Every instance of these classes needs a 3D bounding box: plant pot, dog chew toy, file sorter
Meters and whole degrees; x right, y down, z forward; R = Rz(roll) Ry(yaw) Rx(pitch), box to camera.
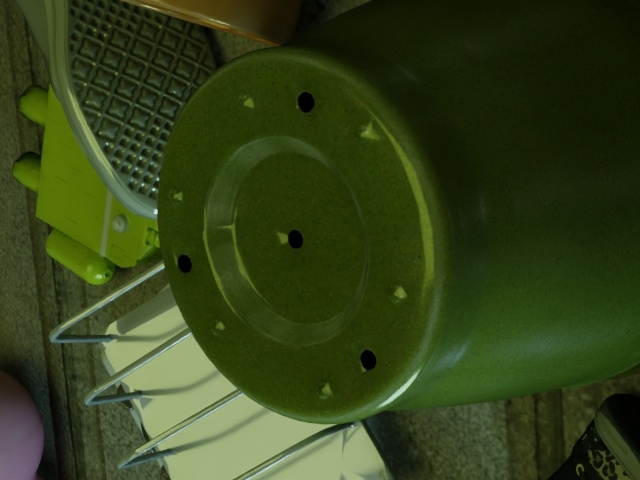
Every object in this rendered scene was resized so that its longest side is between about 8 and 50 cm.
[{"bbox_3d":[0.087,-0.030,0.848,0.366,0.353,0.366,10,107,37],"label":"plant pot"},{"bbox_3d":[-0.431,0.326,1.474,0.206,0.206,0.332,2,109,40],"label":"dog chew toy"},{"bbox_3d":[-0.090,0.154,1.060,0.193,0.173,0.278,-31,79,8],"label":"file sorter"},{"bbox_3d":[-0.099,-0.292,1.057,0.205,0.205,0.188,22,99,34],"label":"plant pot"}]

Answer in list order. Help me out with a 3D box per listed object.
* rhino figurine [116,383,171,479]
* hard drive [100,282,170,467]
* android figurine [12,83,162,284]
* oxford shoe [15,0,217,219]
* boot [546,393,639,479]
[{"bbox_3d":[-0.131,0.221,1.209,0.073,0.106,0.243,-29,80,-2],"label":"rhino figurine"},{"bbox_3d":[-0.103,0.127,1.249,0.307,0.040,0.203,-42,73,38],"label":"hard drive"},{"bbox_3d":[-0.245,-0.073,1.311,0.273,0.056,0.248,29,118,33],"label":"android figurine"},{"bbox_3d":[-0.229,-0.224,1.202,0.130,0.169,0.449,-37,76,57],"label":"oxford shoe"},{"bbox_3d":[0.251,0.265,0.944,0.178,0.085,0.236,-54,49,36],"label":"boot"}]
